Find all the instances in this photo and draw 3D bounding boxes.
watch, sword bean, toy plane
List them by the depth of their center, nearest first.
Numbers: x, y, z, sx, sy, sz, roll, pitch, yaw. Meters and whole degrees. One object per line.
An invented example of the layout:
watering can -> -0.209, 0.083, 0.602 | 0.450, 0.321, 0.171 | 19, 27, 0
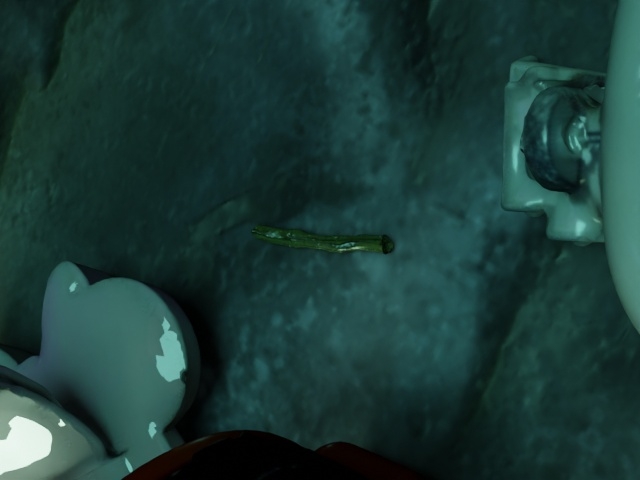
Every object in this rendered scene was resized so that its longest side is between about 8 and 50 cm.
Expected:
toy plane -> 0.170, -0.065, 0.391 | 0.244, 0.117, 0.245 | -2, 87, 47
watch -> -0.169, 0.137, 0.512 | 0.211, 0.217, 0.248 | -33, 72, 24
sword bean -> 0.000, 0.000, 0.541 | 0.083, 0.012, 0.012 | 5, 90, 30

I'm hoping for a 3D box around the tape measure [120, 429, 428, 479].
tape measure -> -0.035, 0.207, 0.418 | 0.114, 0.260, 0.253 | 22, 92, 32
